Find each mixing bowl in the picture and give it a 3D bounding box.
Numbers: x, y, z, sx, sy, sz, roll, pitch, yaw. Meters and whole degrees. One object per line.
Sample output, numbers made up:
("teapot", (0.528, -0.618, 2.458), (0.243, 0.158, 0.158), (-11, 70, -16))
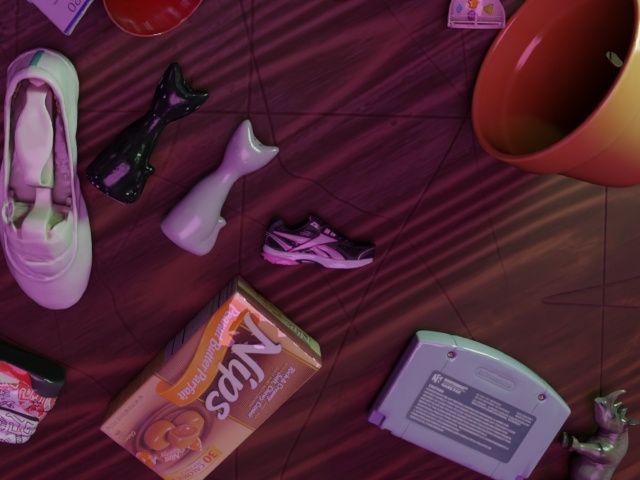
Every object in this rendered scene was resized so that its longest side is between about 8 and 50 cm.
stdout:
("mixing bowl", (-0.241, -0.375, 1.284), (0.181, 0.098, 0.181), (-32, 143, -28))

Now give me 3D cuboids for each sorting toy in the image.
("sorting toy", (0.222, -0.344, 1.382), (0.083, 0.045, 0.075), (1, 101, -4))

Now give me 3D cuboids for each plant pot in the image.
("plant pot", (0.382, -0.201, 1.330), (0.203, 0.291, 0.291), (26, 105, -29))

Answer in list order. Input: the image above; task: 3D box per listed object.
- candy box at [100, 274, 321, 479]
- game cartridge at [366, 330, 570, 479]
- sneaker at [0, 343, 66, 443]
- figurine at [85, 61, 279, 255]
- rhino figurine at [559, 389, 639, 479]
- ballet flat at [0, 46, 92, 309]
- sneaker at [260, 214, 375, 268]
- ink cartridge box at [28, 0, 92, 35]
("candy box", (-0.172, 0.230, 1.515), (0.183, 0.087, 0.316), (42, 100, -16))
("game cartridge", (0.250, 0.271, 1.582), (0.297, 0.062, 0.198), (26, 100, -12))
("sneaker", (-0.545, 0.216, 1.479), (0.270, 0.090, 0.145), (28, 102, -16))
("figurine", (-0.195, -0.117, 1.402), (0.215, 0.092, 0.209), (37, 98, -16))
("rhino figurine", (0.460, 0.355, 1.617), (0.106, 0.073, 0.243), (18, 105, -6))
("ballet flat", (-0.404, -0.071, 1.374), (0.139, 0.139, 0.400), (2, 109, -5))
("sneaker", (0.000, 0.000, 1.464), (0.178, 0.072, 0.077), (3, 98, -11))
("ink cartridge box", (-0.306, -0.468, 1.198), (0.330, 0.071, 0.324), (44, 102, 17))
